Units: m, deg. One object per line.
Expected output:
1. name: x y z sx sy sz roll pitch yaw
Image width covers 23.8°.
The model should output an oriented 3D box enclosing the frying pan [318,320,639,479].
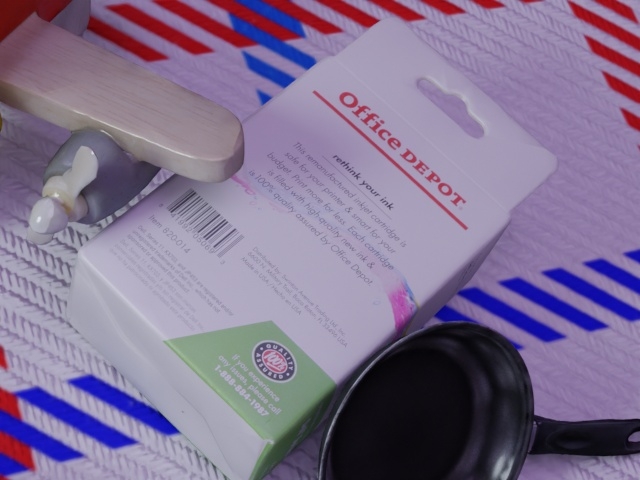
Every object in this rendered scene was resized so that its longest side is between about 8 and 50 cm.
1. frying pan: 0.128 0.127 1.151 0.326 0.197 0.053 -23 28 -28

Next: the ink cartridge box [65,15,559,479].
1. ink cartridge box: 0.000 0.000 1.197 0.207 0.119 0.353 43 61 12

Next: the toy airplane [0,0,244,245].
1. toy airplane: -0.285 -0.139 1.148 0.384 0.272 0.386 4 24 -25
